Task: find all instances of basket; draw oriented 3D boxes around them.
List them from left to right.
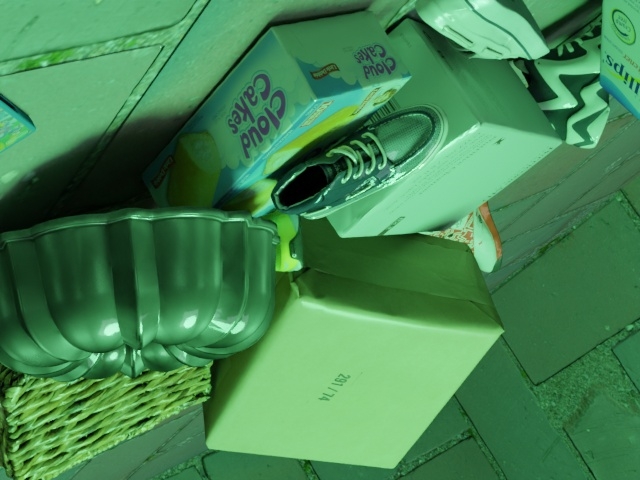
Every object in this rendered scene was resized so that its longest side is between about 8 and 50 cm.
[{"bbox_3d":[-0.313,0.123,1.604,0.299,0.223,0.213,-24,133,-30],"label":"basket"}]

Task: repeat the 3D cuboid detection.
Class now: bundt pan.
[{"bbox_3d":[-0.195,0.068,1.327,0.330,0.124,0.331,-8,168,-2],"label":"bundt pan"}]

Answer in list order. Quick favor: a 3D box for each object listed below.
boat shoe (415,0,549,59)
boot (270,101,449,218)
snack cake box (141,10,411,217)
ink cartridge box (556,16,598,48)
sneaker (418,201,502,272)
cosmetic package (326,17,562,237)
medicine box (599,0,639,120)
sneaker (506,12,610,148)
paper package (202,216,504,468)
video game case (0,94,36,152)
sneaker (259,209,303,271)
[{"bbox_3d":[0.173,-0.241,1.396,0.084,0.095,0.258,-32,158,20],"label":"boat shoe"},{"bbox_3d":[0.041,-0.078,1.306,0.190,0.069,0.086,-34,172,17],"label":"boot"},{"bbox_3d":[-0.049,-0.115,1.317,0.152,0.089,0.264,-18,162,-45],"label":"snack cake box"},{"bbox_3d":[0.408,-0.278,1.856,0.104,0.060,0.180,-36,167,22],"label":"ink cartridge box"},{"bbox_3d":[0.209,-0.024,2.118,0.145,0.090,0.270,-27,136,-8],"label":"sneaker"},{"bbox_3d":[0.131,-0.125,1.559,0.217,0.156,0.385,-38,165,21],"label":"cosmetic package"},{"bbox_3d":[0.484,-0.300,1.533,0.263,0.149,0.289,-29,144,-12],"label":"medicine box"},{"bbox_3d":[0.333,-0.254,1.721,0.094,0.153,0.235,-39,147,-78],"label":"sneaker"},{"bbox_3d":[0.027,0.136,1.694,0.309,0.168,0.325,11,133,-23],"label":"paper package"},{"bbox_3d":[-0.301,-0.081,1.004,0.119,0.015,0.166,-32,168,1],"label":"video game case"},{"bbox_3d":[-0.090,-0.008,1.495,0.094,0.082,0.208,-9,-164,-28],"label":"sneaker"}]
